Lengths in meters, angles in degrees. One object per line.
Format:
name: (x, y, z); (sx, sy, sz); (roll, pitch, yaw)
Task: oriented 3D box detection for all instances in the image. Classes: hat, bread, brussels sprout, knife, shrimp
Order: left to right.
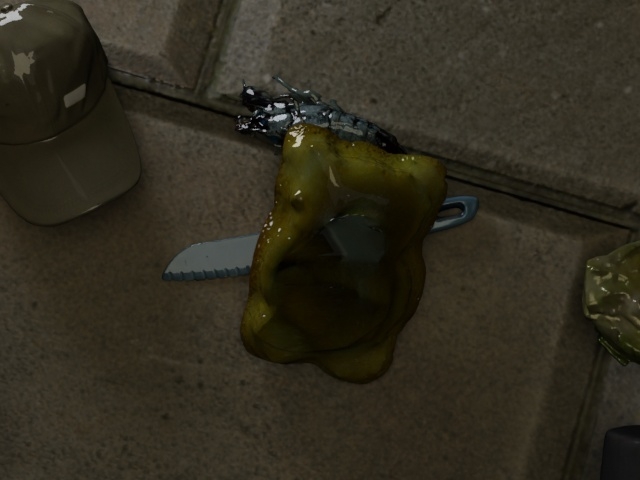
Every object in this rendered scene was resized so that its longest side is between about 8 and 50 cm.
hat: (-0.248, -0.120, 1.423); (0.166, 0.144, 0.173); (-29, 51, -15)
knife: (0.000, 0.000, 1.486); (0.313, 0.019, 0.044); (-10, 86, 1)
shrimp: (0.002, -0.114, 1.471); (0.174, 0.076, 0.082); (17, 62, 2)
bread: (0.018, 0.021, 1.428); (0.161, 0.088, 0.233); (15, 106, 4)
brussels sprout: (0.327, 0.064, 1.439); (0.181, 0.100, 0.139); (13, 74, 3)

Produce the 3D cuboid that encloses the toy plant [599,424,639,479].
toy plant: (0.327, 0.368, 1.364); (0.280, 0.185, 0.400); (2, 91, -21)
